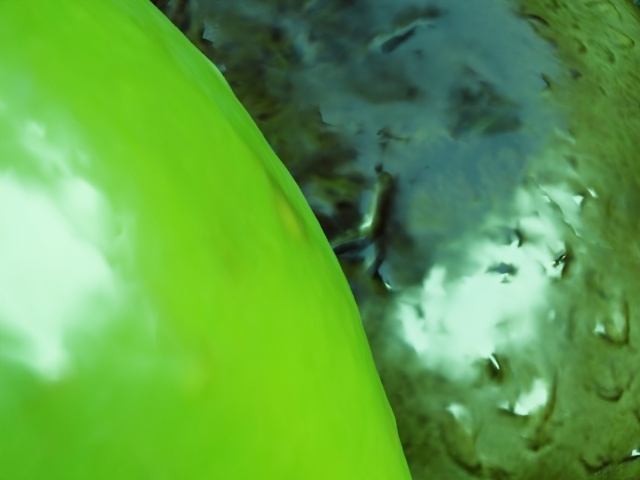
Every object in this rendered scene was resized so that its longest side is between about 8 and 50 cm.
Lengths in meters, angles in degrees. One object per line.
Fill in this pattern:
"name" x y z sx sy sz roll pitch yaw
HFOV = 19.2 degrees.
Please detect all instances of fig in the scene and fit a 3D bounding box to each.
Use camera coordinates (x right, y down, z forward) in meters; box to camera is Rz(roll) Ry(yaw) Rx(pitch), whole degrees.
"fig" -0.108 0.051 0.477 0.326 0.258 0.258 37 7 -37

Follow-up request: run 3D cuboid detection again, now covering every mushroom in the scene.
"mushroom" 0.004 -0.011 0.744 0.345 0.345 0.239 27 -6 5
